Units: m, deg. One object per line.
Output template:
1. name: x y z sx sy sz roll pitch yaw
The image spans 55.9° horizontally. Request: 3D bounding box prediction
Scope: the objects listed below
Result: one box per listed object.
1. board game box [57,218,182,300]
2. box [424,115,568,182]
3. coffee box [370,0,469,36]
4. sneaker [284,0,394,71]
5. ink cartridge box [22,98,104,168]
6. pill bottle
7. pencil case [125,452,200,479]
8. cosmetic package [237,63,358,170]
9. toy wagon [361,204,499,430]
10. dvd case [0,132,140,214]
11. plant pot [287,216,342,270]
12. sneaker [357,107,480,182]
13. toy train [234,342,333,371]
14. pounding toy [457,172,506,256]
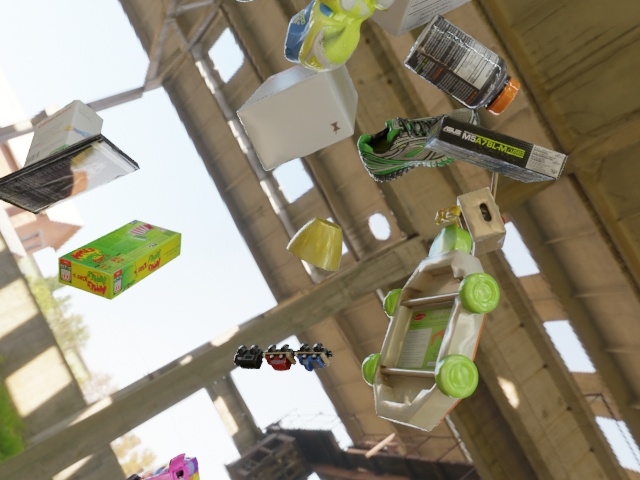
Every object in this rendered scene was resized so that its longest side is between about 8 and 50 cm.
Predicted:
1. board game box: -0.303 0.024 0.931 0.092 0.181 0.043 15 -66 15
2. box: 0.268 -0.141 0.960 0.184 0.191 0.045 -47 156 -82
3. coffee box: 0.205 -0.723 1.333 0.337 0.338 0.334 46 -30 17
4. sneaker: 0.024 -0.346 0.874 0.126 0.240 0.091 14 -27 46
5. ink cartridge box: -0.624 -0.219 1.463 0.093 0.154 0.212 43 31 -46
6. pill bottle: 0.320 -0.380 1.344 0.246 0.130 0.130 33 -29 -6
7. pencil case: -0.186 0.409 0.806 0.104 0.104 0.236 -35 -110 62
8. cosmetic package: -0.040 -0.354 1.554 0.453 0.230 0.161 -81 147 -65
9. toy wagon: 0.175 0.111 0.926 0.068 0.344 0.267 25 -16 -14
10. dvd case: -0.455 -0.114 1.077 0.164 0.221 0.018 63 4 -78
11. plant pot: 0.000 0.000 1.433 0.134 0.134 0.095 33 -75 43
12. sneaker: 0.257 -0.267 1.604 0.343 0.134 0.146 -20 -42 25
13. toy train: -0.055 0.164 0.840 0.158 0.036 0.027 -7 -50 29
14. pounding toy: 0.358 -0.060 1.314 0.130 0.100 0.141 57 17 -68
